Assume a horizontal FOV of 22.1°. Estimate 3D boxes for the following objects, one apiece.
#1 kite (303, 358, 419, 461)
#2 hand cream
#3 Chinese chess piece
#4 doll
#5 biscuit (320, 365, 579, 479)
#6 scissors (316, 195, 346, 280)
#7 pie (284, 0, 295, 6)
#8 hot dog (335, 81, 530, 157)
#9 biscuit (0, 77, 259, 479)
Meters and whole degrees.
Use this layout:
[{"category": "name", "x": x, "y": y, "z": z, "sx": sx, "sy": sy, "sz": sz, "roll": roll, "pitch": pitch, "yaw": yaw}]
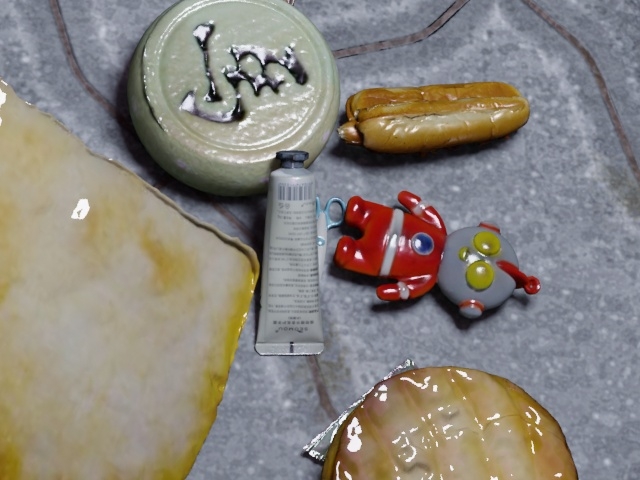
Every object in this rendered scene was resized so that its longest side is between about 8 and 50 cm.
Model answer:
[{"category": "kite", "x": 0.092, "y": 0.254, "z": 1.848, "sx": 0.229, "sy": 0.012, "sz": 0.250, "roll": 6, "pitch": 70, "yaw": -10}, {"category": "hand cream", "x": -0.032, "y": 0.015, "z": 1.855, "sx": 0.080, "sy": 0.050, "sz": 0.234, "roll": 0, "pitch": 100, "yaw": -9}, {"category": "Chinese chess piece", "x": -0.101, "y": -0.175, "z": 1.921, "sx": 0.250, "sy": 0.101, "sz": 0.250, "roll": 3, "pitch": 70, "yaw": -9}, {"category": "doll", "x": 0.140, "y": 0.022, "z": 1.911, "sx": 0.245, "sy": 0.076, "sz": 0.142, "roll": 16, "pitch": 69, "yaw": 0}, {"category": "biscuit", "x": 0.141, "y": 0.282, "z": 1.792, "sx": 0.296, "sy": 0.102, "sz": 0.296, "roll": 5, "pitch": 72, "yaw": -15}, {"category": "scissors", "x": 0.000, "y": 0.000, "z": 1.922, "sx": 0.058, "sy": 0.014, "sz": 0.119, "roll": 8, "pitch": 66, "yaw": -7}, {"category": "pie", "x": -0.101, "y": -0.351, "z": 2.023, "sx": 0.191, "sy": 0.033, "sz": 0.088, "roll": 33, "pitch": 64, "yaw": 2}, {"category": "hot dog", "x": 0.132, "y": -0.142, "z": 1.968, "sx": 0.249, "sy": 0.076, "sz": 0.102, "roll": -7, "pitch": 33, "yaw": -19}, {"category": "biscuit", "x": -0.266, "y": 0.106, "z": 1.704, "sx": 0.429, "sy": 0.104, "sz": 0.446, "roll": 29, "pitch": 68, "yaw": -41}]
